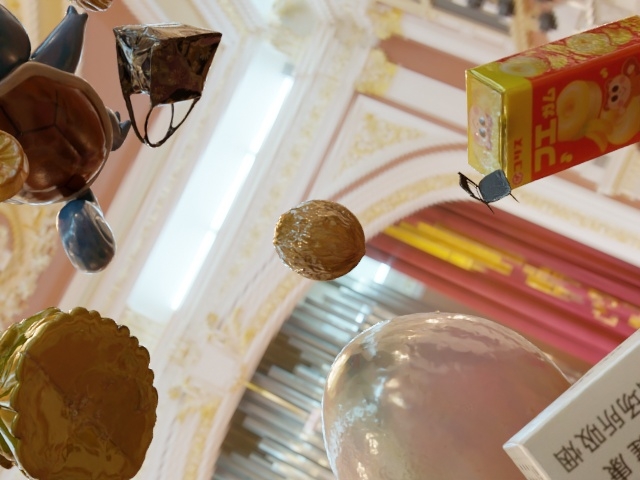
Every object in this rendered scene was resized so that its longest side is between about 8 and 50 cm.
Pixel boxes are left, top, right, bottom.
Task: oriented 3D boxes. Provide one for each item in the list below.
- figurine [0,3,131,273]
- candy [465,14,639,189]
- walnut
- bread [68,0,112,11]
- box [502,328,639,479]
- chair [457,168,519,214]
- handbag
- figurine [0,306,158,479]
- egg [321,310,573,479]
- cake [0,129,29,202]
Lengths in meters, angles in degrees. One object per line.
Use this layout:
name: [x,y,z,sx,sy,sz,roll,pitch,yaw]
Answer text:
figurine: [-0.413,-0.150,1.584,0.416,0.297,0.243,62,-173,-20]
candy: [0.320,-0.178,1.446,0.276,0.088,0.146,-22,-53,-20]
walnut: [0.000,0.000,1.461,0.105,0.124,0.105,-47,-33,-45]
bread: [-0.421,-0.478,1.821,0.153,0.288,0.119,-54,-24,-2]
box: [0.324,0.214,0.842,0.210,0.330,0.095,-38,-8,-7]
chair: [0.195,-0.061,1.307,0.042,0.037,0.086,-34,-31,20]
handbag: [-0.176,-0.168,1.242,0.115,0.072,0.139,-24,-49,-56]
figurine: [-0.330,0.132,1.083,0.187,0.315,0.168,22,-103,-56]
egg: [0.159,0.253,1.602,0.340,0.354,0.355,43,-112,-33]
cake: [-0.377,-0.085,1.303,0.084,0.084,0.044,-57,-7,-24]
